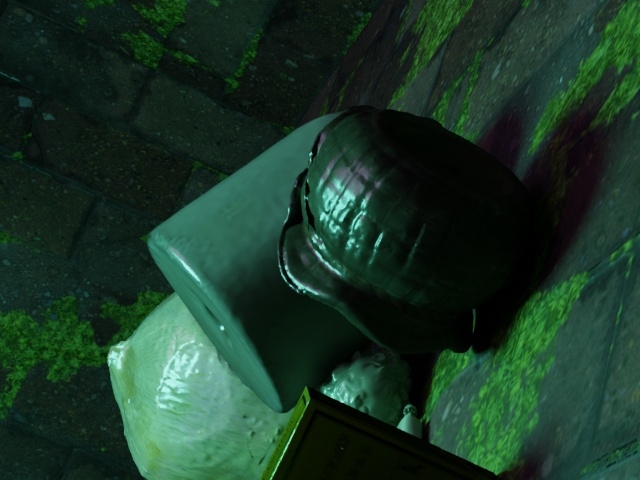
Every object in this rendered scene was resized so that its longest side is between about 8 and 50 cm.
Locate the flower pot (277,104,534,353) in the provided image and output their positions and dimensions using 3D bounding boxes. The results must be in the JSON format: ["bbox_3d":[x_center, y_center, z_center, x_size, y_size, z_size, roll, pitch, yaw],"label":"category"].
[{"bbox_3d":[0.101,-0.022,1.676,0.213,0.301,0.302,-62,10,20],"label":"flower pot"}]

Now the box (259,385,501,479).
[{"bbox_3d":[0.055,0.256,1.392,0.141,0.220,0.064,-63,9,3],"label":"box"}]

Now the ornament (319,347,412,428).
[{"bbox_3d":[0.027,0.257,1.878,0.130,0.120,0.285,-77,13,-45],"label":"ornament"}]

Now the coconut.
[{"bbox_3d":[-0.157,0.231,2.234,0.405,0.404,0.404,-62,9,18],"label":"coconut"}]

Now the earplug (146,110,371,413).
[{"bbox_3d":[0.000,0.000,1.947,0.394,0.313,0.312,-39,3,-13],"label":"earplug"}]

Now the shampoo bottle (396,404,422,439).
[{"bbox_3d":[0.108,0.246,1.714,0.141,0.034,0.049,-80,10,-59],"label":"shampoo bottle"}]
